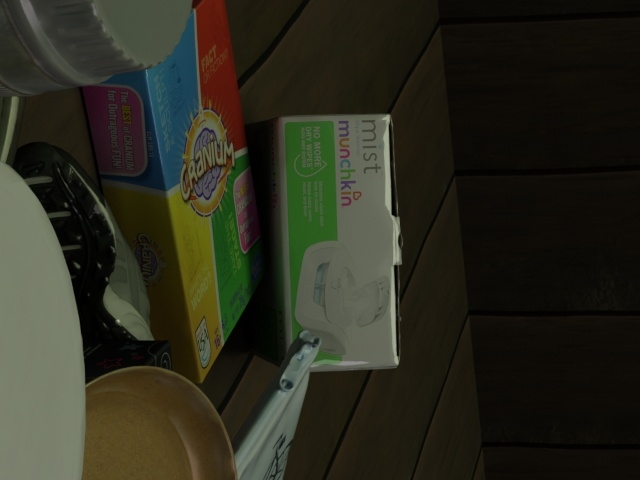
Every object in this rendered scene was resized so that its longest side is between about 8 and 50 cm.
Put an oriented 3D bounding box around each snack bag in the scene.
[{"bbox_3d":[-0.103,0.277,1.382,0.323,0.037,0.342,-55,165,-45],"label":"snack bag"}]

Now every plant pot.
[{"bbox_3d":[-0.137,0.194,1.107,0.236,0.032,0.236,-13,106,-53],"label":"plant pot"}]

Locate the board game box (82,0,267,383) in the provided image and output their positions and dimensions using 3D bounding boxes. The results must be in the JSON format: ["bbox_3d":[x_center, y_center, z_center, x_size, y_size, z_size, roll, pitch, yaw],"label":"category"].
[{"bbox_3d":[-0.132,-0.059,1.651,0.242,0.064,0.316,-63,148,-60],"label":"board game box"}]

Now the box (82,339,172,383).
[{"bbox_3d":[-0.204,0.182,1.229,0.247,0.142,0.163,-46,135,-68],"label":"box"}]

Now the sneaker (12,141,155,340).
[{"bbox_3d":[-0.197,0.015,1.382,0.271,0.100,0.108,76,6,-50],"label":"sneaker"}]

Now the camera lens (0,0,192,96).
[{"bbox_3d":[-0.223,-0.183,0.922,0.219,0.274,0.219,-1,90,-75],"label":"camera lens"}]

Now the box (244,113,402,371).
[{"bbox_3d":[0.000,0.000,1.854,0.231,0.126,0.262,-168,-104,-79],"label":"box"}]

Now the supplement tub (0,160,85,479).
[{"bbox_3d":[-0.270,0.066,0.655,0.228,0.316,0.228,-1,90,-75],"label":"supplement tub"}]

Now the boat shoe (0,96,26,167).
[{"bbox_3d":[-0.238,-0.128,1.234,0.068,0.081,0.228,20,67,-69],"label":"boat shoe"}]
